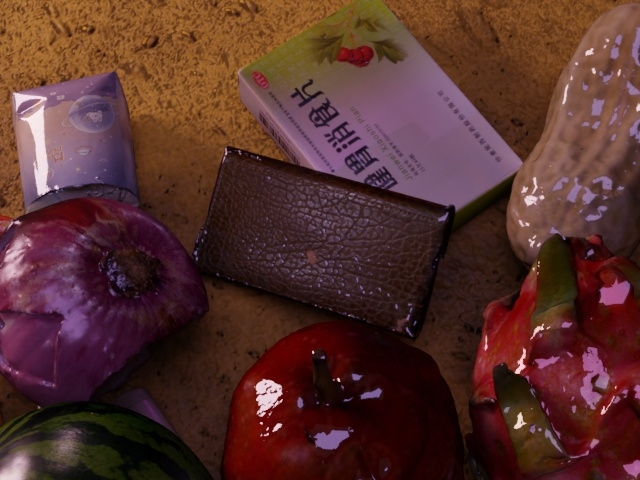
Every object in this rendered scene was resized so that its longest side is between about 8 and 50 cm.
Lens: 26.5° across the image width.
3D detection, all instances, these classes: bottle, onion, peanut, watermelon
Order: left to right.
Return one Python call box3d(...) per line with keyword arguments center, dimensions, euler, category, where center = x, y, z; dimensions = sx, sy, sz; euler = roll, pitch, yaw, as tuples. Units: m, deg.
box3d(center=(-0.202, 0.281, 1.095), dimensions=(0.285, 0.285, 0.285), euler=(1, 66, -1), category="watermelon")
box3d(center=(-0.215, 0.049, 1.242), dimensions=(0.207, 0.200, 0.200), euler=(-33, 71, -17), category="onion")
box3d(center=(-0.156, 0.184, 1.266), dimensions=(0.045, 0.045, 0.096), euler=(-30, 69, -14), category="bottle")
box3d(center=(0.286, -0.087, 1.338), dimensions=(0.143, 0.159, 0.291), euler=(15, 76, 39), category="peanut")

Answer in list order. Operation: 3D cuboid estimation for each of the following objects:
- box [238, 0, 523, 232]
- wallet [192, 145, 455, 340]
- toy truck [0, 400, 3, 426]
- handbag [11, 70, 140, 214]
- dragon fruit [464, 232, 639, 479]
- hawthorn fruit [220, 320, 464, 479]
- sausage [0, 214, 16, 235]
box3d(center=(0.059, -0.113, 1.391), dimensions=(0.175, 0.062, 0.260), euler=(-34, 72, -15), category="box")
box3d(center=(0.000, 0.000, 1.312), dimensions=(0.243, 0.039, 0.133), euler=(16, 92, 19), category="wallet")
box3d(center=(-0.418, 0.206, 1.212), dimensions=(0.270, 0.114, 0.135), euler=(-14, 68, -9), category="toy truck")
box3d(center=(-0.243, -0.076, 1.357), dimensions=(0.117, 0.095, 0.173), euler=(-12, 59, 1), category="handbag")
box3d(center=(0.244, 0.146, 1.189), dimensions=(0.237, 0.231, 0.302), euler=(-4, 63, -8), category="dragon fruit")
box3d(center=(0.009, 0.167, 1.165), dimensions=(0.210, 0.266, 0.230), euler=(15, 62, 25), category="hawthorn fruit")
box3d(center=(-0.334, -0.014, 1.353), dimensions=(0.129, 0.034, 0.034), euler=(17, 67, 6), category="sausage")
